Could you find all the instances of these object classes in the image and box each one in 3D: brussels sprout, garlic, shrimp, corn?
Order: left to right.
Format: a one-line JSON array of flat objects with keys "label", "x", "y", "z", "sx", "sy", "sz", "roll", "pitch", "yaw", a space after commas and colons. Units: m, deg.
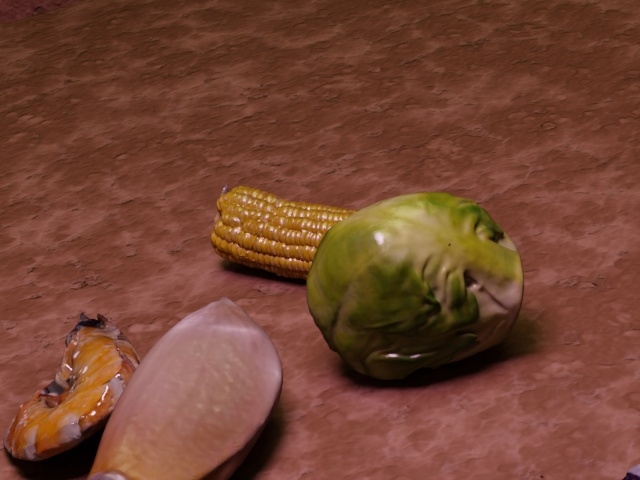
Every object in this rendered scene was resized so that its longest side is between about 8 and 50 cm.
[{"label": "shrimp", "x": -0.264, "y": 0.152, "z": 1.828, "sx": 0.164, "sy": 0.062, "sz": 0.317, "roll": -30, "pitch": 17, "yaw": 0}, {"label": "garlic", "x": -0.123, "y": 0.171, "z": 1.687, "sx": 0.143, "sy": 0.112, "sz": 0.318, "roll": 19, "pitch": 30, "yaw": 8}, {"label": "corn", "x": 0.000, "y": 0.000, "z": 2.019, "sx": 0.291, "sy": 0.101, "sz": 0.101, "roll": 10, "pitch": 32, "yaw": 29}, {"label": "brussels sprout", "x": 0.093, "y": 0.040, "z": 1.778, "sx": 0.223, "sy": 0.223, "sz": 0.161, "roll": -13, "pitch": 40, "yaw": -7}]

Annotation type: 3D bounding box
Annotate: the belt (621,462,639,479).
[{"label": "belt", "x": 0.316, "y": 0.233, "z": 1.325, "sx": 0.289, "sy": 0.184, "sz": 0.164, "roll": -23, "pitch": 23, "yaw": -36}]
